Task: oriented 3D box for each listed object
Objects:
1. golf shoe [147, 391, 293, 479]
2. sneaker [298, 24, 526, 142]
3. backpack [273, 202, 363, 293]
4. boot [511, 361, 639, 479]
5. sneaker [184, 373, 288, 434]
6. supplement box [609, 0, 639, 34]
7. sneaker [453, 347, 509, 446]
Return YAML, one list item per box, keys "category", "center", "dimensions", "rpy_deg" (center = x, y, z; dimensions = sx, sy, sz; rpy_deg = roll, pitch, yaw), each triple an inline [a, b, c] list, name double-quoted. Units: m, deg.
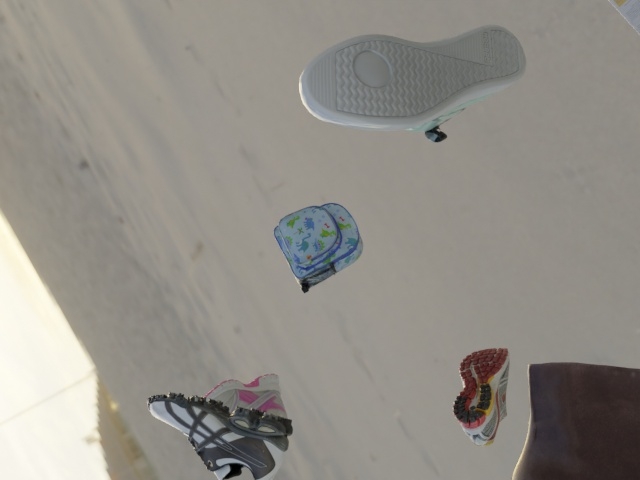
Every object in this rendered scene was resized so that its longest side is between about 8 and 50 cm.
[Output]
- category: "golf shoe"
  center: [-0.131, 0.235, 1.313]
  dimensions: [0.198, 0.093, 0.077]
  rpy_deg: [9, 174, 31]
- category: "sneaker"
  center: [0.066, -0.135, 1.083]
  dimensions: [0.151, 0.256, 0.094]
  rpy_deg: [-32, 75, 55]
- category: "backpack"
  center: [0.000, 0.000, 1.595]
  dimensions: [0.105, 0.114, 0.084]
  rpy_deg: [63, 178, 26]
- category: "boot"
  center: [0.279, 0.208, 0.899]
  dimensions: [0.090, 0.249, 0.206]
  rpy_deg: [52, -135, -72]
- category: "sneaker"
  center: [-0.136, 0.305, 1.903]
  dimensions: [0.252, 0.103, 0.111]
  rpy_deg: [-6, -121, -51]
- category: "supplement box"
  center: [0.343, -0.278, 1.192]
  dimensions: [0.098, 0.036, 0.062]
  rpy_deg: [49, 143, 2]
- category: "sneaker"
  center: [0.294, 0.277, 1.988]
  dimensions: [0.092, 0.088, 0.225]
  rpy_deg: [66, -147, -28]
